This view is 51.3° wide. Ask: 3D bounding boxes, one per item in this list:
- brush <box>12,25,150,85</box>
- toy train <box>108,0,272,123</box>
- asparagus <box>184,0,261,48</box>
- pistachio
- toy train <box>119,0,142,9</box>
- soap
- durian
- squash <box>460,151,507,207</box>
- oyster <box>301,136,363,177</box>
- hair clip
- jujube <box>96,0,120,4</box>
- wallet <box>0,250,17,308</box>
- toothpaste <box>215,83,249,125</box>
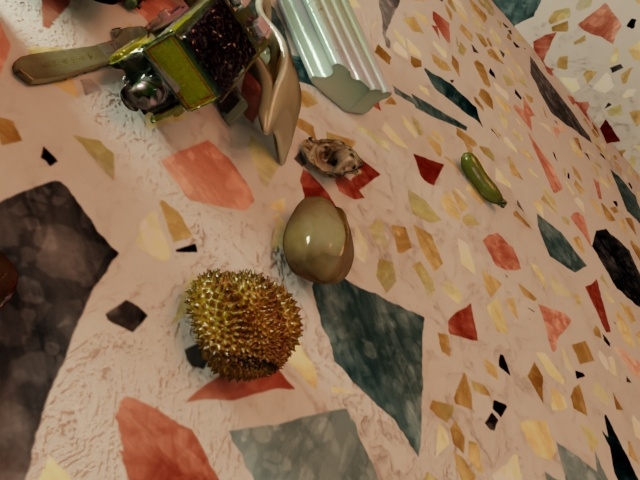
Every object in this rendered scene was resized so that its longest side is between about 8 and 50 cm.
[{"bbox_3d":[-0.332,-0.289,1.034,0.085,0.020,0.336,54,37,-4],"label":"brush"},{"bbox_3d":[-0.202,-0.291,1.029,0.134,0.178,0.260,55,39,-27],"label":"toy train"},{"bbox_3d":[-0.159,-0.404,1.269,0.287,0.080,0.080,35,42,-26],"label":"asparagus"},{"bbox_3d":[0.000,0.000,1.106,0.124,0.124,0.184,30,41,-31],"label":"pistachio"},{"bbox_3d":[-0.319,-0.436,1.144,0.064,0.044,0.103,49,36,-28],"label":"toy train"},{"bbox_3d":[0.028,-0.432,1.484,0.173,0.095,0.289,-4,67,-50],"label":"soap"},{"bbox_3d":[-0.100,0.113,0.907,0.158,0.137,0.168,-5,57,-28],"label":"durian"},{"bbox_3d":[0.430,-0.156,1.768,0.183,0.052,0.052,51,37,-10],"label":"squash"},{"bbox_3d":[0.037,-0.159,1.325,0.166,0.053,0.108,-11,46,-43],"label":"oyster"},{"bbox_3d":[-0.089,-0.298,1.185,0.172,0.113,0.282,61,5,-75],"label":"hair clip"},{"bbox_3d":[-0.397,-0.528,0.972,0.376,0.258,0.258,49,37,-19],"label":"jujube"},{"bbox_3d":[-0.402,0.070,0.653,0.137,0.031,0.255,47,31,-20],"label":"wallet"},{"bbox_3d":[-0.194,-0.305,1.175,0.037,0.062,0.216,-18,74,-51],"label":"toothpaste"}]
